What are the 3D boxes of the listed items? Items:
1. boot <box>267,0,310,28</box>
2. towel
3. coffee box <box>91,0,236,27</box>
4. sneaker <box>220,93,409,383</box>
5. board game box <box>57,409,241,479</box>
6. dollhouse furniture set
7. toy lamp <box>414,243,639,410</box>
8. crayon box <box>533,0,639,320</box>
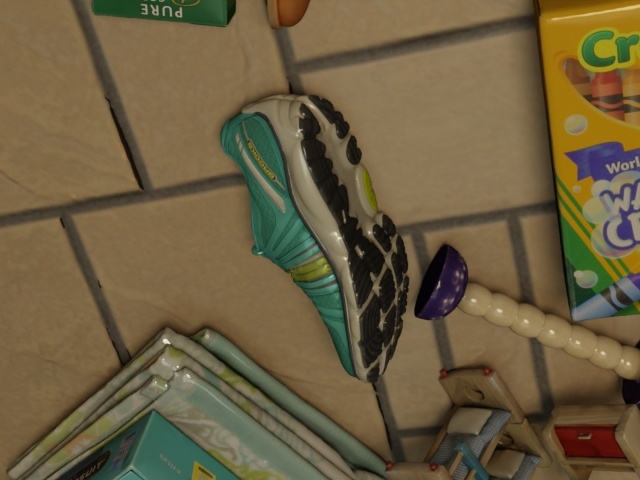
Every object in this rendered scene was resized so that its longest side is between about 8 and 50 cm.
[{"bbox_3d":[0.045,-0.229,0.758,0.152,0.073,0.197,14,124,-6],"label":"boot"},{"bbox_3d":[-0.105,0.280,1.075,0.374,0.090,0.320,42,120,-17],"label":"towel"},{"bbox_3d":[-0.120,-0.257,0.779,0.113,0.040,0.184,5,121,5],"label":"coffee box"},{"bbox_3d":[0.000,0.000,0.901,0.110,0.107,0.275,-6,117,33],"label":"sneaker"},{"bbox_3d":[-0.128,0.347,1.022,0.254,0.079,0.336,-37,110,28],"label":"board game box"},{"bbox_3d":[0.181,0.199,0.921,0.183,0.129,0.129,-11,122,45],"label":"dollhouse furniture set"},{"bbox_3d":[0.223,0.085,0.919,0.274,0.080,0.080,24,121,-5],"label":"toy lamp"},{"bbox_3d":[0.277,-0.098,0.796,0.203,0.083,0.323,-8,119,12],"label":"crayon box"}]
